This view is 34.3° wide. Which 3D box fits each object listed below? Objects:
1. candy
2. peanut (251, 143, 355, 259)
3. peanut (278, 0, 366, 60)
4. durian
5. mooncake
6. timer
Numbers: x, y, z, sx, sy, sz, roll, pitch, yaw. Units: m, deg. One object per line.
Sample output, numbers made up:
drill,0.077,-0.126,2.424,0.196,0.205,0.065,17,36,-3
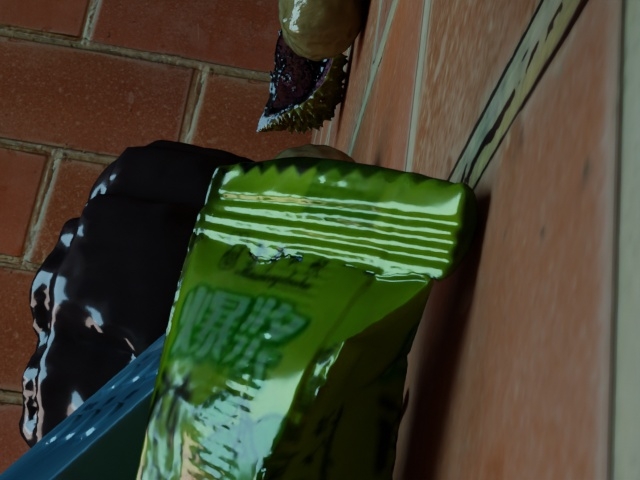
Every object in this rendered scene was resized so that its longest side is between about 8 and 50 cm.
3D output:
candy,-0.020,0.089,0.393,0.149,0.069,0.246,9,93,46
peanut,-0.015,0.016,0.818,0.228,0.086,0.104,101,158,-48
peanut,0.001,-0.290,1.239,0.140,0.109,0.159,82,-166,-45
durian,0.001,-0.221,1.436,0.108,0.119,0.186,31,-113,-53
mooncake,-0.138,0.084,1.043,0.381,0.212,0.350,51,-128,-72
timer,-0.078,0.080,0.587,0.250,0.091,0.232,-54,10,-24
